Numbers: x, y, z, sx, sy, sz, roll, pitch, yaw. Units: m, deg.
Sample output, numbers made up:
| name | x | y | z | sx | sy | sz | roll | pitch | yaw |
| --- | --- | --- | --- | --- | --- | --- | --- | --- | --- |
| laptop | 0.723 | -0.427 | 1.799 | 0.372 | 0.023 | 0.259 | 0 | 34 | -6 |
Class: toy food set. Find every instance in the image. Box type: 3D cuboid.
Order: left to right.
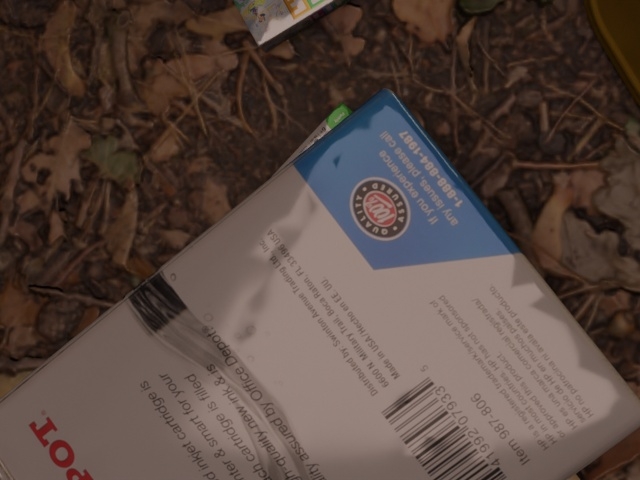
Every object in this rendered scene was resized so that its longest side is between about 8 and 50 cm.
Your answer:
| name | x | y | z | sx | sy | sz | roll | pitch | yaw |
| --- | --- | --- | --- | --- | --- | --- | --- | --- | --- |
| toy food set | 0.270 | -0.191 | 0.778 | 0.071 | 0.128 | 0.218 | -24 | 78 | -11 |

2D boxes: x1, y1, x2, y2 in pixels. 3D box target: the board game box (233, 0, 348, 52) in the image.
| name | x | y | z | sx | sy | sz | roll | pitch | yaw |
| --- | --- | --- | --- | --- | --- | --- | --- | --- | --- |
| board game box | -0.011 | -0.252 | 0.880 | 0.154 | 0.026 | 0.103 | -30 | 83 | 9 |

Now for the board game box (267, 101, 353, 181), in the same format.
| name | x | y | z | sx | sy | sz | roll | pitch | yaw |
| --- | --- | --- | --- | --- | --- | --- | --- | --- | --- |
| board game box | 0.000 | 0.000 | 0.864 | 0.136 | 0.035 | 0.201 | 44 | 97 | 10 |

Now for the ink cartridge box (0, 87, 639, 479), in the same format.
| name | x | y | z | sx | sy | sz | roll | pitch | yaw |
| --- | --- | --- | --- | --- | --- | --- | --- | --- | --- |
| ink cartridge box | -0.009 | 0.124 | 0.759 | 0.395 | 0.166 | 0.285 | -38 | 84 | 7 |

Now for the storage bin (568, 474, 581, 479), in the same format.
| name | x | y | z | sx | sy | sz | roll | pitch | yaw |
| --- | --- | --- | --- | --- | --- | --- | --- | --- | --- |
| storage bin | 0.168 | 0.339 | 0.733 | 0.260 | 0.123 | 0.262 | -36 | 80 | -17 |
